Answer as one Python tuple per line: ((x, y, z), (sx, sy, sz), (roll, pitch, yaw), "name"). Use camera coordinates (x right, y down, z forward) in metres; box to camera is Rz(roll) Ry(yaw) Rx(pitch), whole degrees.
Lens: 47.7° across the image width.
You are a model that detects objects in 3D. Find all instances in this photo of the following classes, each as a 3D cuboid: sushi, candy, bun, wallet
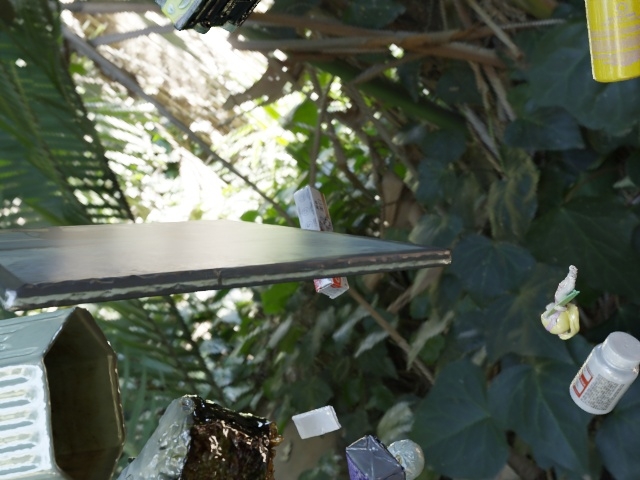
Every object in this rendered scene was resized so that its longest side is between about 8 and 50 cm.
((-0.202, 0.408, 1.089), (0.234, 0.208, 0.348), (9, 75, 65), "sushi")
((0.099, 0.445, 1.150), (0.061, 0.312, 0.088), (-23, 36, -21), "candy")
((0.154, 0.410, 1.350), (0.083, 0.045, 0.083), (-12, 70, 36), "bun")
((-0.007, 0.308, 1.225), (0.083, 0.044, 0.011), (-23, 2, 29), "wallet")

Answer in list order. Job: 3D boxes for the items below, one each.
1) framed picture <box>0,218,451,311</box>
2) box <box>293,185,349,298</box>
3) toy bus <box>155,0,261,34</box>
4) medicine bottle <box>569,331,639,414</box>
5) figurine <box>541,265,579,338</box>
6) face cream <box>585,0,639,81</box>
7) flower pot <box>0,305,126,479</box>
((-0.116, 0.005, 0.527), (0.347, 0.265, 0.016), (10, 101, 59), "framed picture")
((0.000, 0.000, 1.360), (0.040, 0.055, 0.218), (-29, 57, 25), "box")
((-0.229, -0.513, 1.472), (0.128, 0.150, 0.262), (-43, -2, 28), "toy bus")
((0.479, 0.221, 1.208), (0.079, 0.079, 0.140), (-70, -6, -48), "medicine bottle")
((0.525, 0.139, 1.549), (0.083, 0.083, 0.187), (-72, -12, -51), "figurine")
((0.400, -0.360, 0.991), (0.078, 0.273, 0.078), (-12, 19, 4), "face cream")
((-0.353, 0.207, 0.842), (0.190, 0.209, 0.239), (-10, 22, 2), "flower pot")
